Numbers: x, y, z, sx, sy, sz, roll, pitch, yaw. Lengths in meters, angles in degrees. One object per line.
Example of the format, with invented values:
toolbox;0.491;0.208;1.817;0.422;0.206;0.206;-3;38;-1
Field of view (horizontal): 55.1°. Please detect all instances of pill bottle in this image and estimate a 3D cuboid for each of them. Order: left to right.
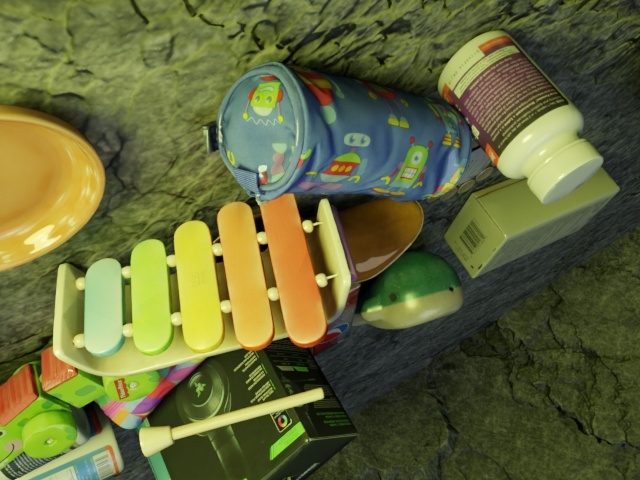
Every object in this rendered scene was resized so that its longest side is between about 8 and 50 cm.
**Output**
pill bottle;-0.432;0.288;0.885;0.169;0.094;0.094;-26;157;-13
pill bottle;-0.441;0.358;0.979;0.221;0.124;0.124;-18;154;-26
pill bottle;0.231;-0.140;0.711;0.108;0.193;0.108;-26;156;-12

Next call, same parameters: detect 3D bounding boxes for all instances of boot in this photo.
boot;-0.001;0.000;0.824;0.295;0.104;0.211;-29;158;5

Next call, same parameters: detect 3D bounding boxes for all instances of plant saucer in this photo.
plant saucer;-0.277;-0.039;0.491;0.200;0.037;0.200;-25;156;-12

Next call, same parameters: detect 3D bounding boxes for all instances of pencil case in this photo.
pencil case;-0.223;0.164;0.863;0.236;0.104;0.104;-47;153;20
pencil case;0.035;-0.100;0.642;0.306;0.119;0.133;-4;120;-47

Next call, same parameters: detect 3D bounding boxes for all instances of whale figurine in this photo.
whale figurine;0.151;0.103;1.228;0.216;0.141;0.272;-9;173;-41

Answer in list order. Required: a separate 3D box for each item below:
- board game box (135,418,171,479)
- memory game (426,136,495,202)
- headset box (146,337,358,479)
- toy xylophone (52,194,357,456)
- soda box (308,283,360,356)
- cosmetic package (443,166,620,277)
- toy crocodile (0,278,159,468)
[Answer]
board game box;-0.146;0.331;1.120;0.336;0.254;0.079;-25;157;-14
memory game;0.242;-0.125;0.989;0.186;0.012;0.186;-26;156;-13
headset box;-0.117;0.258;0.915;0.246;0.283;0.131;-44;148;18
toy xylophone;-0.111;0.076;0.644;0.322;0.236;0.081;-21;145;-5
soda box;0.003;0.118;1.094;0.092;0.083;0.263;-26;156;-14
cosmetic package;0.418;-0.054;1.223;0.309;0.113;0.160;-21;155;-25
toy crocodile;-0.315;0.170;0.773;0.340;0.115;0.105;-35;138;4
